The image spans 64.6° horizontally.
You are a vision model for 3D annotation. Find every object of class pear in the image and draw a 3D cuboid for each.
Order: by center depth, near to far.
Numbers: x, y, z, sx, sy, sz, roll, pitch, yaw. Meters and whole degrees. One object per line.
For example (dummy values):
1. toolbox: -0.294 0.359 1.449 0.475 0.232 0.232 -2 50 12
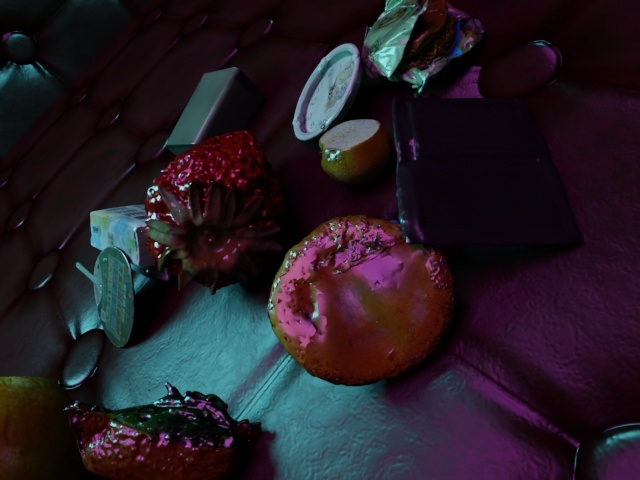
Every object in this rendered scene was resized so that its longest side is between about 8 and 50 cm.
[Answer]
1. pear: 0.068 -0.161 0.967 0.141 0.104 0.141 -12 33 8

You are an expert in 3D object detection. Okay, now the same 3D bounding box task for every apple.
1. apple: -0.624 0.397 0.893 0.374 0.374 0.384 -52 44 -7

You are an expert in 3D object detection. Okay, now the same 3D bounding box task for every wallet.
1. wallet: 0.234 -0.121 0.782 0.247 0.041 0.323 -1 50 1

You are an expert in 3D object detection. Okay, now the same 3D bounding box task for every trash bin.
1. trash bin: -0.285 -0.321 1.348 0.164 0.122 0.240 9 67 42

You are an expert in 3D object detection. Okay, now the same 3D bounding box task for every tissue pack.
1. tissue pack: -0.407 0.006 1.174 0.229 0.159 0.145 15 109 41

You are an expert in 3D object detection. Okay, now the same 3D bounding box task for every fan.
1. fan: -0.485 0.134 1.151 0.294 0.012 0.223 -17 84 45

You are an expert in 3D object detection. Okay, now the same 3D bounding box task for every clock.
1. clock: 0.023 -0.322 1.132 0.236 0.053 0.236 -39 38 39

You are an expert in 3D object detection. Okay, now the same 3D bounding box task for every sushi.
1. sushi: -0.242 0.307 0.803 0.287 0.149 0.140 13 90 3

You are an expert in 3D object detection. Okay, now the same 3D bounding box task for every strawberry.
1. strawberry: -0.208 -0.070 1.013 0.292 0.292 0.343 -36 26 9

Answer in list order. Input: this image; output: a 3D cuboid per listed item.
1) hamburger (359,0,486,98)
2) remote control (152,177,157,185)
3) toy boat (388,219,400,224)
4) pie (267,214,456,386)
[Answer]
1. hamburger: 0.189 -0.435 1.048 0.276 0.150 0.260 26 78 45
2. remote control: -0.438 -0.160 1.413 0.091 0.016 0.034 7 79 41
3. toy boat: 0.078 0.054 0.801 0.175 0.091 0.110 -36 38 16
4. pie: 0.057 0.083 0.732 0.273 0.069 0.273 -1 83 8
